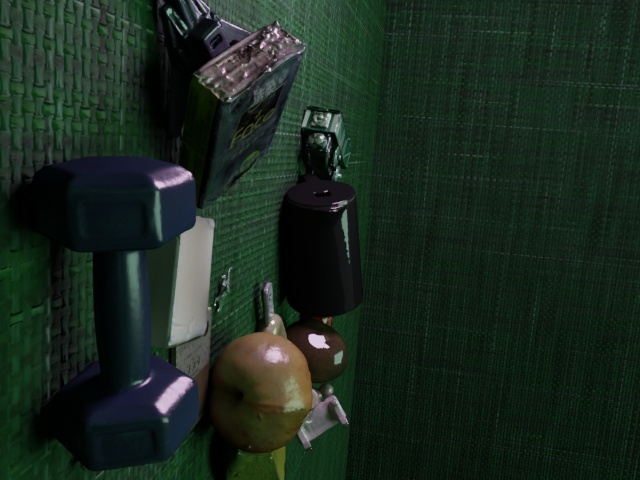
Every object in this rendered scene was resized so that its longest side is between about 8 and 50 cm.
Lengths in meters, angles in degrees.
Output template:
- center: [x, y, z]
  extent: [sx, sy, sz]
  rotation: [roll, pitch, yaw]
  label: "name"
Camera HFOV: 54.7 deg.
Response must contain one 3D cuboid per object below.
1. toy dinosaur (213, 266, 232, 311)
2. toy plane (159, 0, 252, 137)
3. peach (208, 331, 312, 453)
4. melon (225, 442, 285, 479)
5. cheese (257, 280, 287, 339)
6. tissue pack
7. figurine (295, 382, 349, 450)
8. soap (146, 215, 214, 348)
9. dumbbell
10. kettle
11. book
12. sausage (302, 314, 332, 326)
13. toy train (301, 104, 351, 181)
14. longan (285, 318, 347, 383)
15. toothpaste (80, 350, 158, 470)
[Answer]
- center: [-0.176, 0.094, 1.150]
  extent: [0.083, 0.021, 0.062]
  rotation: [-60, 161, -55]
  label: "toy dinosaur"
- center: [-0.164, -0.281, 0.828]
  extent: [0.212, 0.088, 0.267]
  rotation: [-53, 154, -21]
  label: "toy plane"
- center: [-0.098, 0.279, 1.160]
  extent: [0.232, 0.232, 0.232]
  rotation: [6, 90, -79]
  label: "peach"
- center: [-0.120, 0.382, 1.337]
  extent: [0.323, 0.124, 0.196]
  rotation: [-78, 170, -51]
  label: "melon"
- center: [-0.116, 0.191, 1.426]
  extent: [0.127, 0.050, 0.235]
  rotation: [-66, 160, -54]
  label: "cheese"
- center: [-0.118, -0.170, 0.871]
  extent: [0.173, 0.073, 0.235]
  rotation: [-46, 172, -35]
  label: "tissue pack"
- center: [-0.042, 0.430, 1.577]
  extent: [0.182, 0.144, 0.257]
  rotation: [-50, -170, -13]
  label: "figurine"
- center: [-0.204, 0.054, 0.881]
  extent: [0.121, 0.064, 0.183]
  rotation: [5, 90, -78]
  label: "soap"
- center: [-0.211, 0.074, 0.658]
  extent: [0.160, 0.144, 0.325]
  rotation: [-47, 143, -69]
  label: "dumbbell"
- center: [0.014, 0.002, 1.608]
  extent: [0.262, 0.203, 0.308]
  rotation: [-59, 150, -60]
  label: "kettle"
- center: [-0.216, 0.222, 1.031]
  extent: [0.138, 0.016, 0.198]
  rotation: [-38, 134, -74]
  label: "book"
- center: [-0.005, 0.167, 1.856]
  extent: [0.102, 0.102, 0.330]
  rotation: [-25, 121, -77]
  label: "sausage"
- center: [0.018, -0.245, 1.696]
  extent: [0.269, 0.115, 0.154]
  rotation: [64, 40, -68]
  label: "toy train"
- center: [-0.020, 0.292, 1.618]
  extent: [0.167, 0.187, 0.167]
  rotation: [-44, 143, -48]
  label: "longan"
- center: [-0.254, 0.221, 0.810]
  extent: [0.204, 0.031, 0.049]
  rotation: [-66, 160, -62]
  label: "toothpaste"
